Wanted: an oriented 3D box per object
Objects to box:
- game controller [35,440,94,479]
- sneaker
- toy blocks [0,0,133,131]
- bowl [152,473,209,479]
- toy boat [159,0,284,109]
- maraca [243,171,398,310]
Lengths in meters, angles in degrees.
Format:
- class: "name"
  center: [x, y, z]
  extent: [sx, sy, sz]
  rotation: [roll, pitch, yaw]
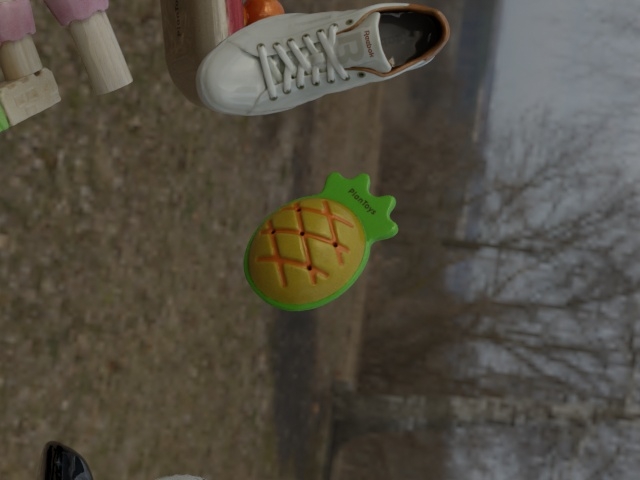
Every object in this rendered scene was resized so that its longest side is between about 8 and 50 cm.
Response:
- class: "game controller"
  center: [-0.193, 0.294, 0.899]
  extent: [0.166, 0.067, 0.319]
  rotation: [-144, -115, -67]
- class: "sneaker"
  center: [0.005, -0.212, 1.547]
  extent: [0.123, 0.290, 0.106]
  rotation: [-175, -112, -79]
- class: "toy blocks"
  center: [-0.408, -0.210, 1.386]
  extent: [0.288, 0.309, 0.260]
  rotation: [-39, 114, -48]
- class: "bowl"
  center: [-0.151, 0.297, 1.435]
  extent: [0.170, 0.170, 0.080]
  rotation: [-76, 161, -46]
- class: "toy boat"
  center: [-0.115, -0.283, 1.797]
  extent: [0.151, 0.151, 0.231]
  rotation: [1, -84, 61]
- class: "maraca"
  center: [0.000, 0.000, 1.538]
  extent: [0.186, 0.127, 0.099]
  rotation: [-42, 160, -14]
